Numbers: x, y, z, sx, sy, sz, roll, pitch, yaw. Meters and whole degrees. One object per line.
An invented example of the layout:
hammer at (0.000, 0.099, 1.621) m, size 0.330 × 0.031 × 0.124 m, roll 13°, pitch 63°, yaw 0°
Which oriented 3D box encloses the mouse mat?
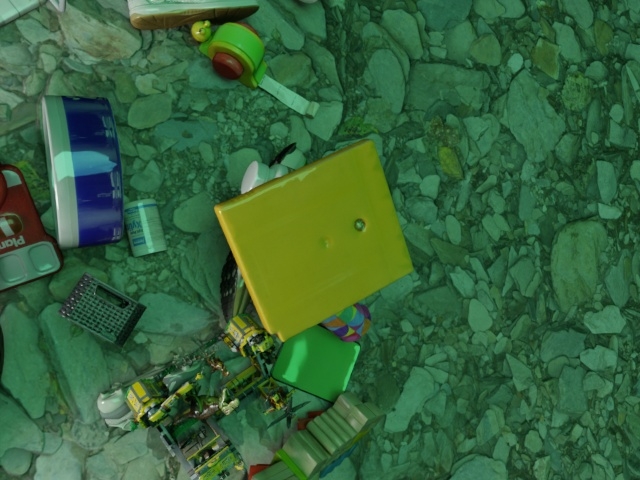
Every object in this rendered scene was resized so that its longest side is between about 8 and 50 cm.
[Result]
mouse mat at (-0.007, 0.271, 1.302) m, size 0.189 × 0.007 × 0.153 m, roll 28°, pitch 75°, yaw -20°

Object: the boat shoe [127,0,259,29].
boat shoe at (-0.266, -0.513, 1.217) m, size 0.276 × 0.098 × 0.096 m, roll -12°, pitch 91°, yaw -23°

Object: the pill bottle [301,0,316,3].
pill bottle at (0.022, -0.676, 1.332) m, size 0.146 × 0.146 × 0.264 m, roll 36°, pitch 73°, yaw -16°

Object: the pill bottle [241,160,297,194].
pill bottle at (-0.062, -0.092, 1.111) m, size 0.169 × 0.094 × 0.094 m, roll 19°, pitch 77°, yaw -27°

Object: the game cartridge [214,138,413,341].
game cartridge at (0.000, 0.000, 1.080) m, size 0.323 × 0.052 × 0.286 m, roll -25°, pitch 109°, yaw -17°

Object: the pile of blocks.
pile of blocks at (-0.028, 0.450, 1.238) m, size 0.362 × 0.149 × 0.112 m, roll -29°, pitch 53°, yaw -32°

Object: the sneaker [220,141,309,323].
sneaker at (-0.075, 0.002, 1.212) m, size 0.181 × 0.158 × 0.411 m, roll 26°, pitch 76°, yaw -14°

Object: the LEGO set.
LEGO set at (-0.175, 0.318, 1.080) m, size 0.331 × 0.192 × 0.255 m, roll -27°, pitch 132°, yaw -28°

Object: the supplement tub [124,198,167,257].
supplement tub at (-0.350, -0.025, 1.147) m, size 0.070 × 0.071 × 0.107 m, roll -14°, pitch 89°, yaw -24°

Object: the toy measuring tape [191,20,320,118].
toy measuring tape at (-0.129, -0.378, 1.255) m, size 0.330 × 0.121 × 0.122 m, roll 30°, pitch 74°, yaw -18°

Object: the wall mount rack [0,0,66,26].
wall mount rack at (-0.645, -0.507, 1.034) m, size 0.350 × 0.130 × 0.304 m, roll -43°, pitch 102°, yaw -22°

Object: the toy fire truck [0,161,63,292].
toy fire truck at (-0.632, -0.005, 0.987) m, size 0.302 × 0.169 × 0.254 m, roll -23°, pitch 113°, yaw -23°

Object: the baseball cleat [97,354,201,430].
baseball cleat at (-0.328, 0.305, 1.136) m, size 0.205 × 0.072 × 0.110 m, roll -17°, pitch 107°, yaw -22°

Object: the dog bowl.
dog bowl at (-0.422, -0.120, 1.019) m, size 0.104 × 0.264 × 0.265 m, roll -7°, pitch 88°, yaw -27°

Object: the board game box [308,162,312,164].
board game box at (0.004, -0.099, 1.329) m, size 0.168 × 0.033 × 0.133 m, roll 45°, pitch 70°, yaw -13°

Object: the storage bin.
storage bin at (-0.399, 0.126, 1.051) m, size 0.122 × 0.180 × 0.084 m, roll 34°, pitch 74°, yaw -17°

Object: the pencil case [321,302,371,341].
pencil case at (0.021, 0.131, 1.228) m, size 0.105 × 0.104 × 0.236 m, roll -59°, pitch 138°, yaw -17°

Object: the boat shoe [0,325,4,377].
boat shoe at (-0.609, 0.168, 0.955) m, size 0.130 × 0.132 × 0.356 m, roll 2°, pitch 106°, yaw -18°
